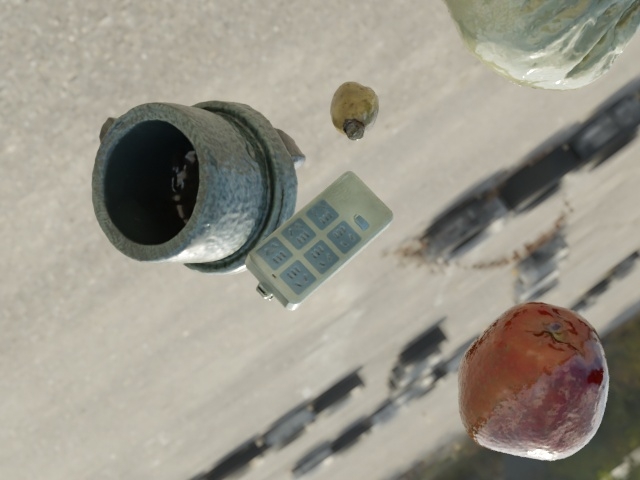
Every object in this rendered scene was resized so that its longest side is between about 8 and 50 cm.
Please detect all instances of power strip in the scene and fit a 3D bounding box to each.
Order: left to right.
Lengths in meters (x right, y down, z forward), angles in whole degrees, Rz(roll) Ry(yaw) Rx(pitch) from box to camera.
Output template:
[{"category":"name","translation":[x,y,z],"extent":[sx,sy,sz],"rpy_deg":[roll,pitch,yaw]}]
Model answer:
[{"category":"power strip","translation":[0.000,0.000,1.517],"extent":[0.192,0.081,0.035],"rpy_deg":[-40,171,-27]}]

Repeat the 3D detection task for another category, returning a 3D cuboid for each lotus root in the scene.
[{"category":"lotus root","translation":[0.047,-0.190,1.886],"extent":[0.072,0.063,0.152],"rpy_deg":[-31,-153,11]}]

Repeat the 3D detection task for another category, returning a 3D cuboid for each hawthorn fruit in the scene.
[{"category":"hawthorn fruit","translation":[0.187,0.117,1.142],"extent":[0.132,0.133,0.138],"rpy_deg":[-29,158,-29]}]

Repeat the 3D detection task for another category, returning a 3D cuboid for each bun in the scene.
[{"category":"bun","translation":[0.330,-0.381,1.858],"extent":[0.211,0.360,0.359],"rpy_deg":[-28,176,43]}]

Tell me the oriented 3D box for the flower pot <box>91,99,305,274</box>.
[{"category":"flower pot","translation":[-0.192,-0.076,2.073],"extent":[0.299,0.299,0.282],"rpy_deg":[-42,159,27]}]
